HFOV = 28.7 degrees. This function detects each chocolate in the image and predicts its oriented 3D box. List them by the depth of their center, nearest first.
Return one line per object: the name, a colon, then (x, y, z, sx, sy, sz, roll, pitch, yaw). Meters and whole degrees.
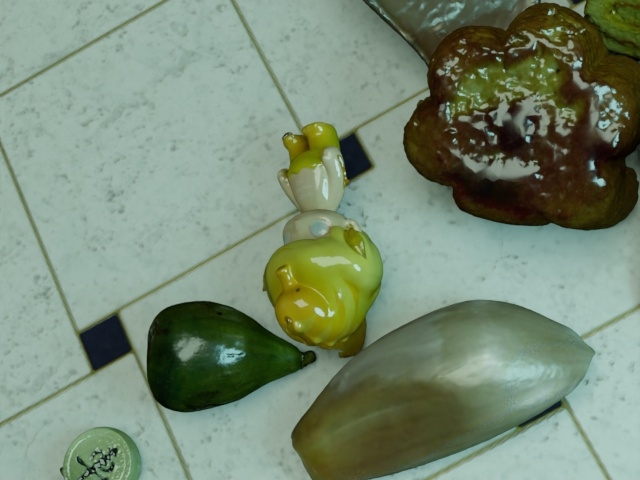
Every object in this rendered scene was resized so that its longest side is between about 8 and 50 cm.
chocolate: (0.116, -0.296, 1.365, 0.161, 0.083, 0.261, -41, 96, 2)

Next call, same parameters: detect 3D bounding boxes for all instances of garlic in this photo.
garlic: (0.108, 0.144, 1.246, 0.318, 0.112, 0.143, -28, 70, 16)

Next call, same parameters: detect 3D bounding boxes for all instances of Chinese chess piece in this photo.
Chinese chess piece: (-0.232, 0.239, 1.331, 0.084, 0.034, 0.084, -4, 71, 12)

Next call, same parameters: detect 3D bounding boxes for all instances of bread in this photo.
bread: (0.203, -0.121, 1.248, 0.246, 0.135, 0.232, 12, 103, 15)
bread: (0.348, -0.266, 1.280, 0.132, 0.103, 0.172, 17, 49, 23)

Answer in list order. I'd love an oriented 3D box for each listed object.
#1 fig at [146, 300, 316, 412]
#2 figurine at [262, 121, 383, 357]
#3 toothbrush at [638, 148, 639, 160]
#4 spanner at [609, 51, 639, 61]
fig: (-0.095, 0.119, 1.304, 0.177, 0.117, 0.117, 0, 72, 4)
figurine: (0.000, 0.000, 1.304, 0.156, 0.131, 0.246, -20, 65, 45)
toothbrush: (0.335, 0.056, 1.238, 0.040, 0.040, 0.386, -3, 72, 14)
spanner: (0.310, -0.168, 1.320, 0.325, 0.040, 0.096, -11, 69, 10)
